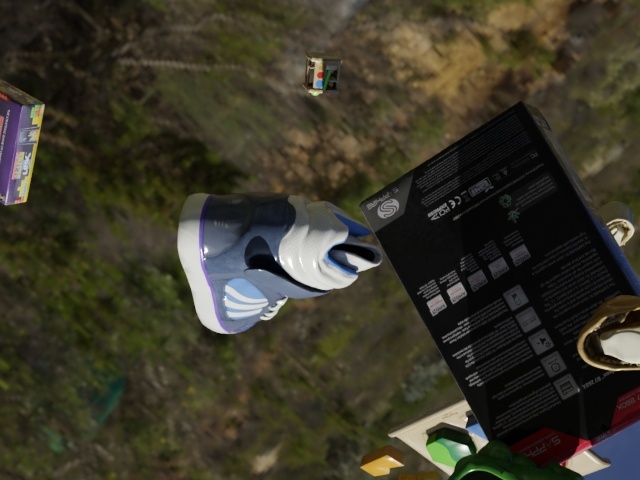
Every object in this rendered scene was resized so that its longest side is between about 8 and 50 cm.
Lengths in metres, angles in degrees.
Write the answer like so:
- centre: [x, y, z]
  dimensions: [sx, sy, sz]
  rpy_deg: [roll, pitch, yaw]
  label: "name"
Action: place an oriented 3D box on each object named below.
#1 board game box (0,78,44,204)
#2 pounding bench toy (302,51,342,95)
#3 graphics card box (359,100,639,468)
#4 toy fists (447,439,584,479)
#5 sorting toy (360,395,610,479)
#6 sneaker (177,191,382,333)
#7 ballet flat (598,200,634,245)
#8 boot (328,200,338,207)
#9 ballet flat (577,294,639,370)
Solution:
- centre: [-0.511, -0.162, 2.029]
  dimensions: [0.141, 0.048, 0.170]
  rpy_deg: [29, -65, 32]
  label: "board game box"
- centre: [0.006, -0.268, 2.102]
  dimensions: [0.083, 0.052, 0.065]
  rpy_deg: [-121, -145, -68]
  label: "pounding bench toy"
- centre: [0.231, 0.058, 1.452]
  dimensions: [0.233, 0.371, 0.094]
  rpy_deg: [-34, 168, 20]
  label: "graphics card box"
- centre: [0.263, 0.294, 1.315]
  dimensions: [0.096, 0.279, 0.142]
  rpy_deg: [-66, 156, 2]
  label: "toy fists"
- centre: [0.206, 0.301, 1.746]
  dimensions: [0.307, 0.229, 0.041]
  rpy_deg: [-33, -149, 43]
  label: "sorting toy"
- centre: [-0.037, 0.043, 1.642]
  dimensions: [0.236, 0.323, 0.130]
  rpy_deg: [6, -115, 11]
  label: "sneaker"
- centre: [0.402, 0.040, 2.041]
  dimensions: [0.248, 0.086, 0.086]
  rpy_deg: [-47, -161, 14]
  label: "ballet flat"
- centre: [0.000, 0.000, 2.036]
  dimensions: [0.114, 0.037, 0.106]
  rpy_deg: [97, 17, -69]
  label: "boot"
- centre: [0.312, 0.078, 1.033]
  dimensions: [0.232, 0.080, 0.073]
  rpy_deg: [-12, -174, 43]
  label: "ballet flat"
